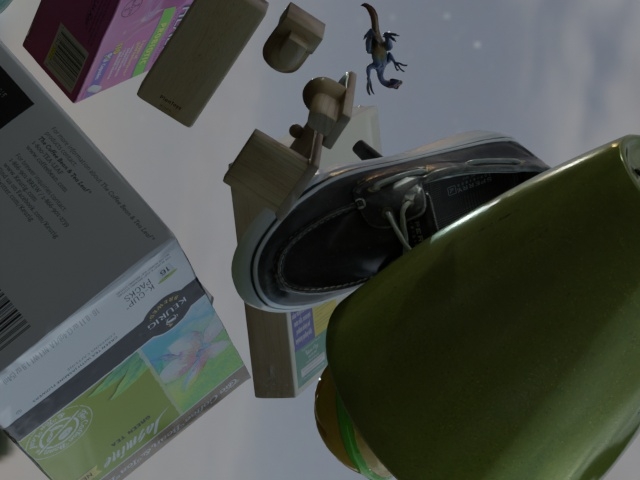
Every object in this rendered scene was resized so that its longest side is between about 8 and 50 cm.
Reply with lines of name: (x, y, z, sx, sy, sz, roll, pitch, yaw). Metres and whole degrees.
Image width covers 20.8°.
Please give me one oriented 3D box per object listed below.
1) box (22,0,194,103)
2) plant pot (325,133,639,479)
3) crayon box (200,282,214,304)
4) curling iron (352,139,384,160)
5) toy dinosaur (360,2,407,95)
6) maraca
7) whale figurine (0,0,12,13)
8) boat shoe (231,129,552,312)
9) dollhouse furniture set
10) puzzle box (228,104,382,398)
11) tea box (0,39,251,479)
box: (-0.247, -0.326, 2.340, 0.117, 0.243, 0.213, 48, -43, 13)
plant pot: (0.200, 0.058, 1.453, 0.293, 0.275, 0.275, -47, -147, 29)
crayon box: (-0.374, 0.049, 2.248, 0.313, 0.363, 0.106, -33, -160, 19)
curling iron: (0.146, -0.028, 1.995, 0.068, 0.274, 0.035, -44, 162, -34)
toy dinosaur: (0.071, -0.205, 1.927, 0.082, 0.047, 0.090, 82, 4, -66)
maraca: (0.056, 0.149, 1.541, 0.186, 0.099, 0.127, 18, 70, -63)
whale figurine: (-0.370, -0.270, 1.686, 0.272, 0.141, 0.216, -72, 152, -63)
boat shoe: (0.077, -0.023, 1.642, 0.119, 0.335, 0.121, 22, -47, 58)
dollhouse furniture set: (-0.052, -0.133, 1.396, 0.144, 0.151, 0.123, -54, -168, 24)
puzzle box: (0.000, 0.000, 2.076, 0.409, 0.052, 0.272, -33, 119, -68)
tea box: (-0.269, 0.024, 1.610, 0.329, 0.220, 0.323, 47, -9, 27)
